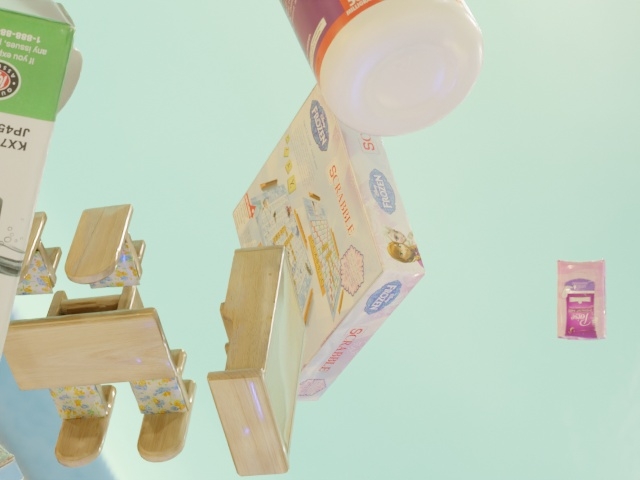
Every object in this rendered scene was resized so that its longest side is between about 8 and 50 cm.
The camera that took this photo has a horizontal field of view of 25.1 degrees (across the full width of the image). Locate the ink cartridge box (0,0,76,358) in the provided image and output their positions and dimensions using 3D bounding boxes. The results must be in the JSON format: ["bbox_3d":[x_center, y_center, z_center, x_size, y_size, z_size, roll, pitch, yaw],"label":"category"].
[{"bbox_3d":[-0.222,-0.031,0.725,0.153,0.087,0.208,10,105,-21],"label":"ink cartridge box"}]

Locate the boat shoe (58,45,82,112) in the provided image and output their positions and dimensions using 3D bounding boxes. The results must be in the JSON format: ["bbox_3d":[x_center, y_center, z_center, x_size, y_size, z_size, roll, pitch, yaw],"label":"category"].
[{"bbox_3d":[-0.369,-0.149,1.643,0.227,0.081,0.079,-48,147,2],"label":"boat shoe"}]

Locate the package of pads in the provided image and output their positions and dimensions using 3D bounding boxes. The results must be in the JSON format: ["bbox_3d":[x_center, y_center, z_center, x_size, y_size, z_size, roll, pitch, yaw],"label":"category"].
[{"bbox_3d":[0.267,0.061,1.476,0.032,0.050,0.083,23,67,-72],"label":"package of pads"}]

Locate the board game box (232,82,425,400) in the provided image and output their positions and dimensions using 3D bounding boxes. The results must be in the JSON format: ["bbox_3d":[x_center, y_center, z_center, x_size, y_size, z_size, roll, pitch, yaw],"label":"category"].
[{"bbox_3d":[0.000,0.000,1.921,0.066,0.318,0.318,3,54,-29],"label":"board game box"}]

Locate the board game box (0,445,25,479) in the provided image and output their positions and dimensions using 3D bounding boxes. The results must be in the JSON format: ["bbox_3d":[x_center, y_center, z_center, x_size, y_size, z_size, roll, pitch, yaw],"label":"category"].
[{"bbox_3d":[-0.387,0.377,1.662,0.141,0.232,0.291,-29,109,-22],"label":"board game box"}]

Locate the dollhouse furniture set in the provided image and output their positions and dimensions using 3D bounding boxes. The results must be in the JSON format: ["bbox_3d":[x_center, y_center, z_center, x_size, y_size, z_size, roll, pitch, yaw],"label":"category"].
[{"bbox_3d":[-0.145,0.101,1.170,0.161,0.242,0.212,-83,164,-50],"label":"dollhouse furniture set"}]

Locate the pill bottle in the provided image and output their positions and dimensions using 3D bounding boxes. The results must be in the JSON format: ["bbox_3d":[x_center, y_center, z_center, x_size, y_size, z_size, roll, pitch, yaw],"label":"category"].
[{"bbox_3d":[0.048,-0.279,1.609,0.181,0.181,0.323,19,34,-39],"label":"pill bottle"}]
